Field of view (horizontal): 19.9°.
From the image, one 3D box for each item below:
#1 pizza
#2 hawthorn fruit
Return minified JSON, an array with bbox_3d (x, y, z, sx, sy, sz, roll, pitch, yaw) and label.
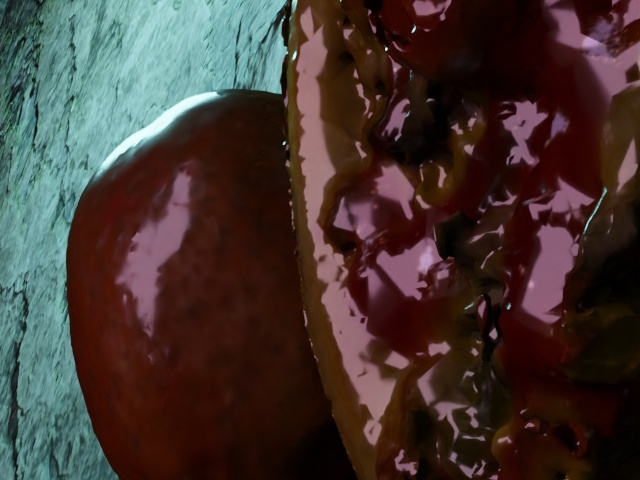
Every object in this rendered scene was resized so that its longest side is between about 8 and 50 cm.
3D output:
[{"bbox_3d":[0.115,-0.100,0.695,0.406,0.130,0.440,-28,62,47],"label":"pizza"},{"bbox_3d":[-0.021,0.056,0.923,0.210,0.210,0.262,-45,48,50],"label":"hawthorn fruit"}]
